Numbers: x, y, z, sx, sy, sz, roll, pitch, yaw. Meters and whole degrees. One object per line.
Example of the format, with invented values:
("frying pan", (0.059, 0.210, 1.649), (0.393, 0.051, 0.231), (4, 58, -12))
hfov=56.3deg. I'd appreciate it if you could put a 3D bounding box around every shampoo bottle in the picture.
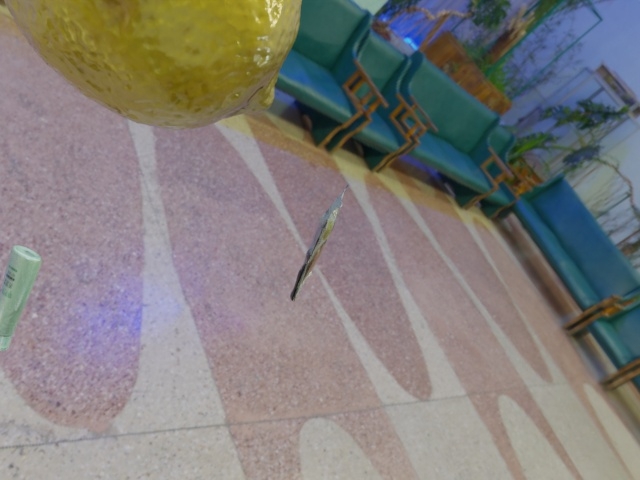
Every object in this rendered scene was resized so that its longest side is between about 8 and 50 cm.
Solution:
("shampoo bottle", (-0.559, 0.108, 1.086), (0.069, 0.191, 0.041), (25, 9, 22))

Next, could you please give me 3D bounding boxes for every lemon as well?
("lemon", (-0.131, -0.211, 0.508), (0.253, 0.228, 0.228), (33, 29, -14))

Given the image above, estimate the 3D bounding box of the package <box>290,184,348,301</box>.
("package", (0.000, 0.000, 1.039), (0.027, 0.171, 0.173), (25, 31, 5))
